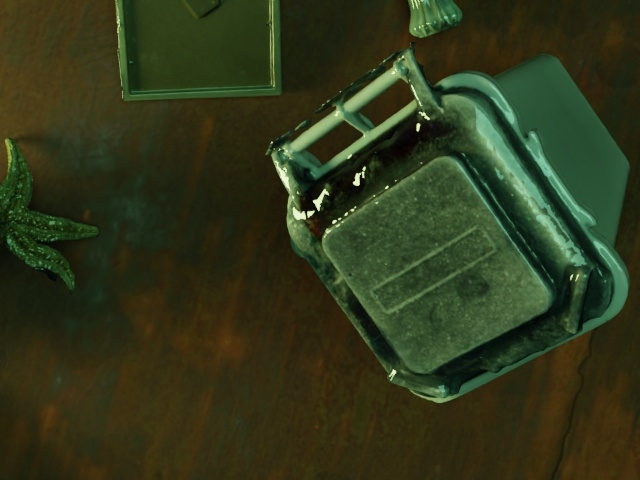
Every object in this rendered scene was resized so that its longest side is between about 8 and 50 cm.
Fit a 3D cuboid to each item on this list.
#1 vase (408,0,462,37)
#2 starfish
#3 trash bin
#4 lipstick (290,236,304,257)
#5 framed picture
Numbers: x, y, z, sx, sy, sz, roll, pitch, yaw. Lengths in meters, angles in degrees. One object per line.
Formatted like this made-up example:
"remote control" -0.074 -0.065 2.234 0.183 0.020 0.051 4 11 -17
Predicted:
"vase" 0.113 -0.307 1.177 0.081 0.081 0.149 -21 98 -8
"starfish" -0.322 -0.042 1.088 0.053 0.176 0.208 -27 138 22
"trash bin" 0.154 -0.058 1.030 0.255 0.367 0.296 -35 93 33
"lipstick" 0.000 0.000 1.121 0.048 0.158 0.048 0 91 -9
"framed picture" -0.133 -0.276 1.127 0.184 0.016 0.250 -5 110 -9
